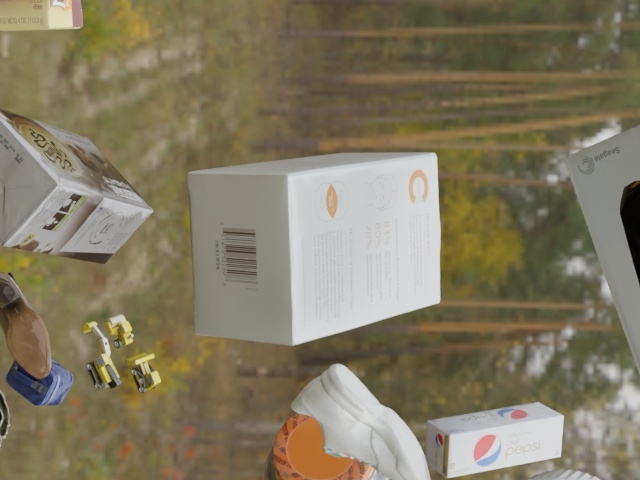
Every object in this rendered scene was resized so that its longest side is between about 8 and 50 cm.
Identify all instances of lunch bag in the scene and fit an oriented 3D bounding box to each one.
[{"bbox_3d":[-0.462,0.222,2.241,0.067,0.098,0.065,-61,157,5],"label":"lunch bag"}]

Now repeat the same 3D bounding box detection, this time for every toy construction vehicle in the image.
[{"bbox_3d":[-0.231,0.134,1.610,0.086,0.035,0.098,-15,81,-49],"label":"toy construction vehicle"}]

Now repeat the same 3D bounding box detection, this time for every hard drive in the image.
[{"bbox_3d":[0.469,0.018,1.817,0.233,0.047,0.353,-25,-99,52],"label":"hard drive"}]

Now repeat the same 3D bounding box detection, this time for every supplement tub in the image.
[{"bbox_3d":[0.015,0.401,2.154,0.316,0.194,0.193,84,8,-54],"label":"supplement tub"}]

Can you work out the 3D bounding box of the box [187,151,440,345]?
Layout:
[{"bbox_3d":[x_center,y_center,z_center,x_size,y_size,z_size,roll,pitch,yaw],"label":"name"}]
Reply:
[{"bbox_3d":[0.000,0.000,1.830,0.345,0.168,0.215,-11,101,-53],"label":"box"}]

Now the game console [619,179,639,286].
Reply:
[{"bbox_3d":[0.481,0.038,1.459,0.044,0.361,0.213,-40,-125,55],"label":"game console"}]

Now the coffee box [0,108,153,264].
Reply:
[{"bbox_3d":[-0.382,-0.073,1.929,0.119,0.168,0.297,-47,163,9],"label":"coffee box"}]

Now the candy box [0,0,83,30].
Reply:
[{"bbox_3d":[-0.449,-0.343,1.659,0.087,0.316,0.183,-24,115,-69],"label":"candy box"}]

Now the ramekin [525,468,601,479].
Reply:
[{"bbox_3d":[0.312,0.393,1.771,0.109,0.207,0.207,-20,113,-64],"label":"ramekin"}]

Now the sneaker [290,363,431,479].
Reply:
[{"bbox_3d":[0.051,0.248,1.709,0.212,0.094,0.080,48,17,-17],"label":"sneaker"}]

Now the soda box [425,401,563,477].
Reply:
[{"bbox_3d":[0.271,0.309,2.141,0.069,0.216,0.074,26,-62,60],"label":"soda box"}]

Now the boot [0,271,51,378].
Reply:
[{"bbox_3d":[-0.307,0.085,1.404,0.118,0.042,0.087,69,-16,-1],"label":"boot"}]

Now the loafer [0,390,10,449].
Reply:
[{"bbox_3d":[-0.350,0.184,1.387,0.087,0.094,0.251,-53,-167,6],"label":"loafer"}]
